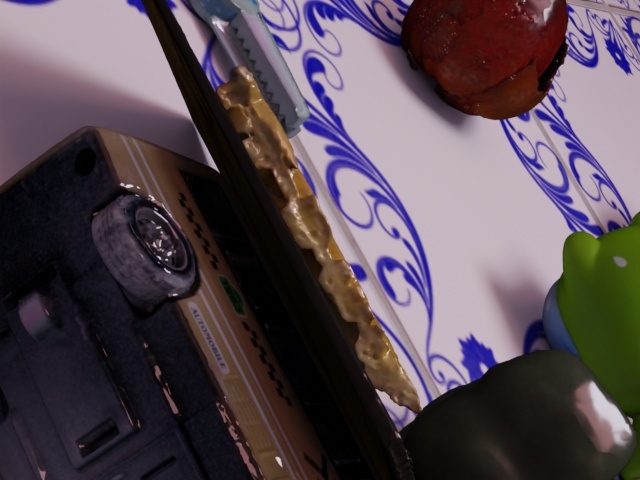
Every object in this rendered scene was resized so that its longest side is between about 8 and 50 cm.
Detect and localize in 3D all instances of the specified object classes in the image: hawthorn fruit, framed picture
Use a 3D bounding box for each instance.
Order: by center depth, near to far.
[{"bbox_3d":[-0.025,0.000,0.777,0.339,0.014,0.255,61,-4,24],"label":"framed picture"},{"bbox_3d":[0.164,-0.194,1.291,0.148,0.172,0.148,39,17,-15],"label":"hawthorn fruit"}]

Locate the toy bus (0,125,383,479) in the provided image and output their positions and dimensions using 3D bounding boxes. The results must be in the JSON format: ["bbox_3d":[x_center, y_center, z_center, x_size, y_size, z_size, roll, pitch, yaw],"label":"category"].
[{"bbox_3d":[-0.059,0.102,0.658,0.289,0.139,0.157,60,21,18],"label":"toy bus"}]

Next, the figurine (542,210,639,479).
[{"bbox_3d":[0.279,0.108,1.172,0.162,0.143,0.263,-16,84,-28],"label":"figurine"}]

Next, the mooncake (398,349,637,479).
[{"bbox_3d":[0.121,0.127,0.880,0.168,0.175,0.104,-25,79,-35],"label":"mooncake"}]

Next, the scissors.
[{"bbox_3d":[-0.073,-0.183,1.058,0.125,0.030,0.256,6,51,-56],"label":"scissors"}]

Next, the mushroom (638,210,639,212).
[{"bbox_3d":[0.411,0.028,1.442,0.204,0.204,0.204,37,32,-29],"label":"mushroom"}]

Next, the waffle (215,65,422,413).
[{"bbox_3d":[0.000,0.000,0.821,0.191,0.032,0.125,58,-9,38],"label":"waffle"}]
